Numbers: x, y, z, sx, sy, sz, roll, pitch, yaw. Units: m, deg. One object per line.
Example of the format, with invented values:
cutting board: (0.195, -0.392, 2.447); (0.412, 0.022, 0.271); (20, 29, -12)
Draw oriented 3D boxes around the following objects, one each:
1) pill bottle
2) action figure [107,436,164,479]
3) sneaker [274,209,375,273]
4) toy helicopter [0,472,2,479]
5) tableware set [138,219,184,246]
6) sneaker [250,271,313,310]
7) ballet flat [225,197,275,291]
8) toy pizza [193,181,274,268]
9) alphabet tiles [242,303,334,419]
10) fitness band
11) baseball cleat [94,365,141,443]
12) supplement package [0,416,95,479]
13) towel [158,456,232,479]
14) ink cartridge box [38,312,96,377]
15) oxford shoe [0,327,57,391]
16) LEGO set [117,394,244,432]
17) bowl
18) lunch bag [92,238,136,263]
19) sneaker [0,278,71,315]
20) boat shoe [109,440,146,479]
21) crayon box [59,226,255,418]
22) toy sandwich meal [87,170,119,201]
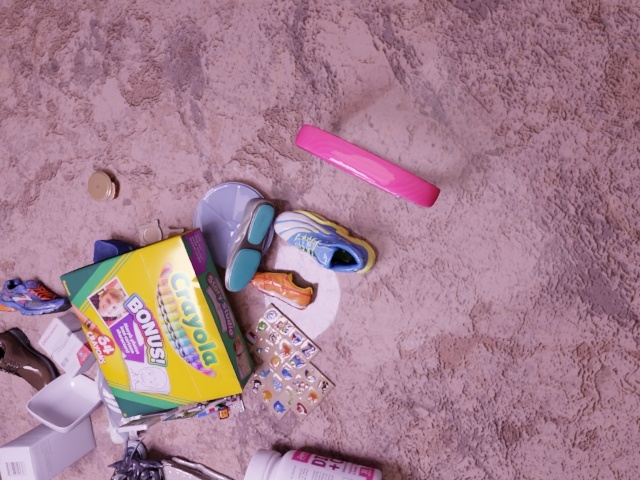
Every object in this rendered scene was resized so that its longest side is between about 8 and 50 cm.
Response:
pill bottle: (-0.016, 0.551, 0.888); (0.283, 0.160, 0.160); (6, 95, 13)
action figure: (-0.446, 0.621, 0.968); (0.164, 0.141, 0.276); (-9, 88, 9)
sneaker: (0.000, 0.000, 0.862); (0.240, 0.126, 0.091); (21, 99, 11)
toy helicopter: (-0.953, 0.674, 1.095); (0.140, 0.235, 0.355); (-3, 93, 15)
tableware set: (-0.391, 0.034, 1.017); (0.141, 0.020, 0.169); (2, 95, 14)
sneaker: (-0.099, 0.099, 0.937); (0.175, 0.064, 0.067); (23, 77, 8)
ballet flat: (-0.160, 0.007, 0.903); (0.068, 0.072, 0.213); (26, 95, 49)
toy pizza: (-0.201, -0.034, 0.959); (0.201, 0.032, 0.201); (1, 93, 13)
alphabet tiles: (-0.091, 0.298, 0.967); (0.237, 0.009, 0.198); (42, 102, 8)
fitness band: (0.087, -0.139, 0.787); (0.291, 0.209, 0.054); (28, 101, 11)
baseball cleat: (-0.504, 0.410, 1.058); (0.109, 0.072, 0.206); (-13, 93, -1)
supplement package: (-0.687, 0.526, 1.045); (0.105, 0.179, 0.105); (-11, 91, 15)
towel: (-0.291, 0.667, 1.025); (0.282, 0.049, 0.187); (17, 100, 13)
ink cartridge box: (-0.651, 0.273, 1.081); (0.135, 0.056, 0.099); (41, 102, 8)
oxford shoe: (-0.807, 0.338, 1.106); (0.227, 0.096, 0.083); (39, 100, 7)
LEGO set: (-0.293, 0.398, 0.935); (0.244, 0.182, 0.060); (-13, 84, 14)
bowl: (-0.646, 0.418, 1.056); (0.142, 0.142, 0.053); (23, 122, 12)
lunch bag: (-0.503, 0.035, 1.022); (0.098, 0.065, 0.067); (17, 102, 22)
sneaker: (-0.763, 0.149, 1.091); (0.221, 0.083, 0.087); (5, 90, 12)
boat shoe: (-0.509, 0.613, 1.056); (0.065, 0.083, 0.183); (21, 99, 12)
crayon box: (-0.360, 0.191, 0.932); (0.313, 0.106, 0.363); (-17, 99, 15)
toy sandwich meal: (-0.549, -0.135, 1.042); (0.085, 0.029, 0.085); (2, 95, 19)
